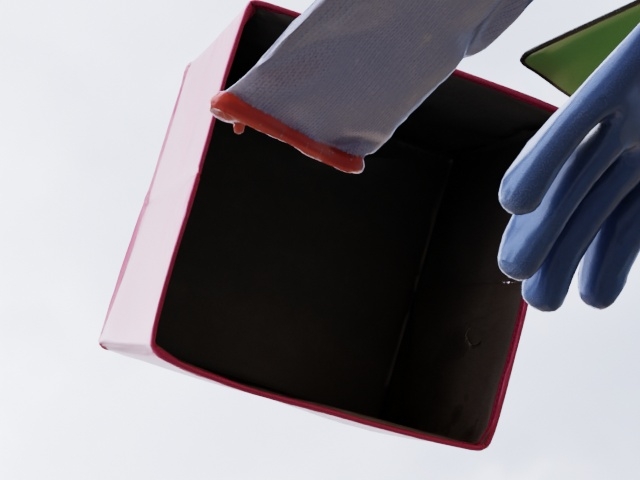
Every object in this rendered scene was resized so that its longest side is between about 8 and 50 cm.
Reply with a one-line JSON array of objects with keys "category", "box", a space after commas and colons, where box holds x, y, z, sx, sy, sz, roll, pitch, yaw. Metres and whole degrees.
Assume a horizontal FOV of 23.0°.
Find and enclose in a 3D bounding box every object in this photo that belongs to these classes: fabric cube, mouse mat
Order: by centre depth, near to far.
[{"category": "mouse mat", "box": [0.252, -0.120, 1.110, 0.190, 0.153, 0.007, 25, -126, -43]}, {"category": "fabric cube", "box": [0.000, 0.000, 1.182, 0.254, 0.258, 0.259, 18, -98, -14]}]

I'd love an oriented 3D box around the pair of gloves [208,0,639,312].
[{"category": "pair of gloves", "box": [0.071, -0.063, 0.388, 0.198, 0.023, 0.159, 26, -74, -44]}]
